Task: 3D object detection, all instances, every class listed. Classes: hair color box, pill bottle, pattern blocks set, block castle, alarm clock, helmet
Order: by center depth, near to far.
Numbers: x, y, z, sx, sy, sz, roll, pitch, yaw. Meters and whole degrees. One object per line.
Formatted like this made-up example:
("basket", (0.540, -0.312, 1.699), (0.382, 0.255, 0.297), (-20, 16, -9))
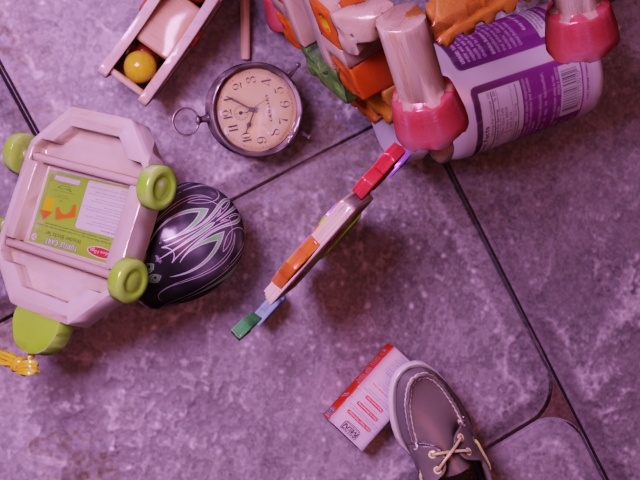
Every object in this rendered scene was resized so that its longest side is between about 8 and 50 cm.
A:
("block castle", (0.119, -0.302, 1.298), (0.303, 0.453, 0.213), (-31, 132, -9))
("pattern blocks set", (0.000, 0.000, 1.349), (0.026, 0.285, 0.325), (42, 97, 4))
("helmet", (-0.182, 0.001, 1.377), (0.161, 0.169, 0.169), (-31, 96, 12))
("alarm clock", (-0.112, -0.177, 1.427), (0.192, 0.064, 0.129), (-12, 102, -19))
("pill bottle", (0.224, -0.212, 1.449), (0.301, 0.169, 0.169), (-20, 94, -11))
("hair color box", (0.078, 0.223, 1.482), (0.072, 0.043, 0.141), (45, 81, -9))

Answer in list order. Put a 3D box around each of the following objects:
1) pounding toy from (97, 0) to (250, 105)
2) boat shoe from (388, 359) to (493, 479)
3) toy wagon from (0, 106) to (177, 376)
("pounding toy", (-0.158, -0.287, 1.380), (0.155, 0.154, 0.269), (36, 84, -9))
("boat shoe", (0.183, 0.312, 1.456), (0.109, 0.091, 0.305), (-24, 105, -12))
("toy wagon", (-0.323, 0.005, 1.319), (0.267, 0.068, 0.344), (15, 87, 33))
